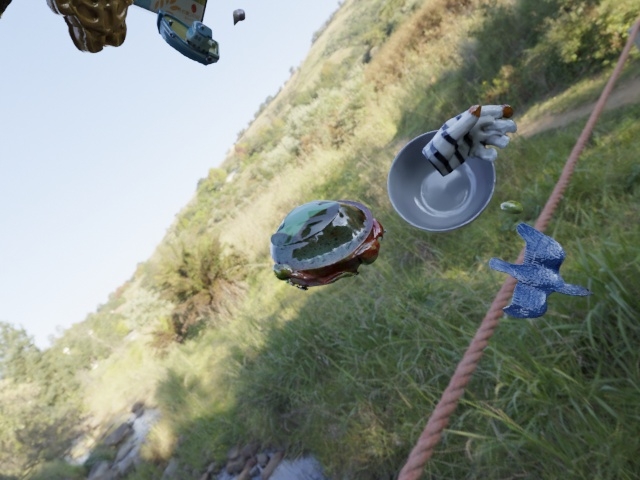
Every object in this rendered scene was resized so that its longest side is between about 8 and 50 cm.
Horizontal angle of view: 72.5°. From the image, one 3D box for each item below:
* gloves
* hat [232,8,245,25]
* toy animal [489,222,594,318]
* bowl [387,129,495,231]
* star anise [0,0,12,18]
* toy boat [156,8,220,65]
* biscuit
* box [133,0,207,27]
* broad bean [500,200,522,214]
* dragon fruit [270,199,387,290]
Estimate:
[{"bbox_3d":[0.369,-0.257,1.084,0.219,0.140,0.131,-39,18,20],"label":"gloves"},{"bbox_3d":[-0.343,-0.946,1.853,0.058,0.042,0.087,94,-170,-52],"label":"hat"},{"bbox_3d":[0.524,0.083,1.059,0.256,0.239,0.176,13,5,37],"label":"toy animal"},{"bbox_3d":[0.350,-0.157,1.250,0.287,0.287,0.144,-41,-21,15],"label":"bowl"},{"bbox_3d":[-0.725,-0.610,0.943,0.190,0.220,0.126,-36,-13,27],"label":"star anise"},{"bbox_3d":[-0.365,-0.591,1.249,0.102,0.215,0.088,-29,59,36],"label":"toy boat"},{"bbox_3d":[-0.362,-0.445,0.675,0.202,0.044,0.288,-56,-25,-57],"label":"biscuit"},{"bbox_3d":[-0.473,-0.828,1.220,0.385,0.122,0.344,-13,-54,-58],"label":"box"},{"bbox_3d":[0.569,-0.097,1.301,0.083,0.063,0.045,-12,-59,-64],"label":"broad bean"},{"bbox_3d":[0.000,0.000,1.004,0.295,0.130,0.268,-6,45,34],"label":"dragon fruit"}]
